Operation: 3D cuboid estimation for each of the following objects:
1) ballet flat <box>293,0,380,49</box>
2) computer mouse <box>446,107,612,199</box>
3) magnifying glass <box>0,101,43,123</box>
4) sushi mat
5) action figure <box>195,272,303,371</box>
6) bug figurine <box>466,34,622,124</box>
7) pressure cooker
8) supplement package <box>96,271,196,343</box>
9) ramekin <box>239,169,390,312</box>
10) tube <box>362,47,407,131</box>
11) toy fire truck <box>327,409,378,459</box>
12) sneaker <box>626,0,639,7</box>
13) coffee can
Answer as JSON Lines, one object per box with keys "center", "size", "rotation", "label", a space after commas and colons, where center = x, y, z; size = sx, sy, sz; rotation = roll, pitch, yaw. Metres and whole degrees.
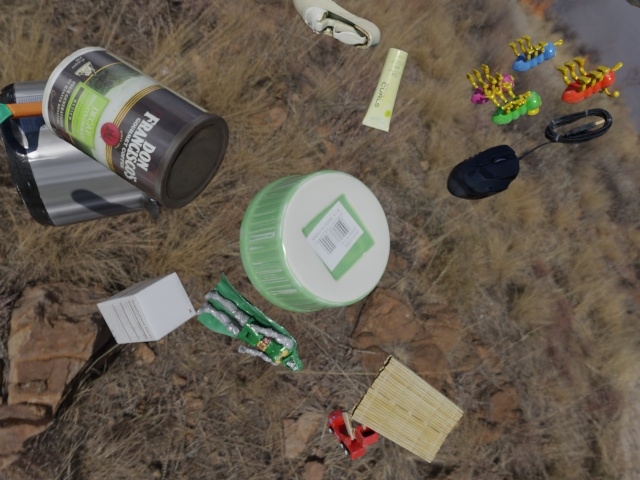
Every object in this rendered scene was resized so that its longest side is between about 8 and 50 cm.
{"center": [0.031, -0.544, 1.121], "size": [0.248, 0.086, 0.086], "rotation": [25, 41, 6], "label": "ballet flat"}
{"center": [0.303, -0.132, 0.669], "size": [0.041, 0.242, 0.071], "rotation": [34, 34, -52], "label": "computer mouse"}
{"center": [-0.616, -0.243, 0.850], "size": [0.092, 0.026, 0.231], "rotation": [58, 22, -10], "label": "magnifying glass"}
{"center": [0.203, 0.385, 1.005], "size": [0.316, 0.151, 0.019], "rotation": [41, -6, -31], "label": "sushi mat"}
{"center": [-0.130, 0.181, 0.876], "size": [0.232, 0.137, 0.063], "rotation": [34, 32, 2], "label": "action figure"}
{"center": [0.405, -0.302, 0.852], "size": [0.072, 0.216, 0.279], "rotation": [59, 13, -34], "label": "bug figurine"}
{"center": [-0.553, -0.239, 1.177], "size": [0.420, 0.370, 0.375], "rotation": [-15, 23, -22], "label": "pressure cooker"}
{"center": [-0.372, 0.146, 0.954], "size": [0.105, 0.179, 0.105], "rotation": [-34, 105, -49], "label": "supplement package"}
{"center": [0.000, 0.000, 0.931], "size": [0.303, 0.148, 0.304], "rotation": [4, 83, -32], "label": "ramekin"}
{"center": [0.209, -0.471, 1.406], "size": [0.070, 0.240, 0.062], "rotation": [24, 17, 24], "label": "tube"}
{"center": [0.081, 0.512, 1.217], "size": [0.047, 0.135, 0.192], "rotation": [-12, 26, -26], "label": "toy fire truck"}
{"center": [0.247, -0.186, 0.292], "size": [0.366, 0.137, 0.210], "rotation": [58, -2, -24], "label": "sneaker"}
{"center": [-0.349, -0.215, 0.869], "size": [0.275, 0.202, 0.201], "rotation": [32, 40, 8], "label": "coffee can"}
